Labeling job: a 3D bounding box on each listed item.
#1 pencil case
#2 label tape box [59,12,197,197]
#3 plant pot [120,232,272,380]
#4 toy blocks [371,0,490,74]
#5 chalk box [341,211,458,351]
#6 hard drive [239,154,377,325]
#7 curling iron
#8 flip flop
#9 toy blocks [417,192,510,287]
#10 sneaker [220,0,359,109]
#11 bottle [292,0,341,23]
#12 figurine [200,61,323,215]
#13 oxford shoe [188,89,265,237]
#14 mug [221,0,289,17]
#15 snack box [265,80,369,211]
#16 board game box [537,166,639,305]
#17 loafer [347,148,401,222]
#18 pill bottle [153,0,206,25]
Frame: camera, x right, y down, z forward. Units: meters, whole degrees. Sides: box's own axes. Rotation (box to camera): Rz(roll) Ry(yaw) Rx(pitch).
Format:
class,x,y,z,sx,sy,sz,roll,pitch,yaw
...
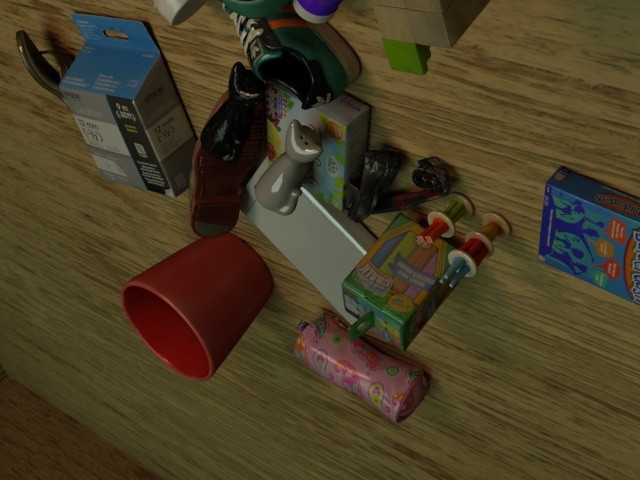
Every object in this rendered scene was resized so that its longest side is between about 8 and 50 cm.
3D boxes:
class,x,y,z,sx,sy,sz,roll,pitch,yaw
pencil case,0.079,0.256,2.084,0.284,0.124,0.124,30,145,27
label tape box,-0.395,-0.270,2.050,0.249,0.115,0.347,16,139,40
plant pot,-0.253,0.124,2.206,0.275,0.243,0.275,30,146,23
toy blocks,0.139,-0.410,1.127,0.191,0.261,0.381,17,146,36
chalk box,0.124,0.088,1.717,0.132,0.213,0.132,34,162,18
hard drive,0.000,0.000,1.949,0.353,0.047,0.233,45,149,1
curling iron,0.136,-0.079,1.710,0.274,0.035,0.068,-25,84,63
flip flop,-0.539,-0.344,2.168,0.277,0.080,0.112,48,-170,-28
toy blocks,0.208,0.002,1.601,0.123,0.148,0.054,30,145,24
sneaker,-0.081,-0.329,1.593,0.302,0.121,0.108,43,149,5
bottle,0.030,-0.409,1.395,0.118,0.092,0.283,43,149,7
figurine,-0.089,-0.168,1.683,0.215,0.092,0.209,44,150,7
oxford shoe,-0.193,-0.166,1.923,0.130,0.123,0.348,-108,30,-41
mug,-0.089,-0.407,1.513,0.129,0.157,0.097,34,177,10
snack box,-0.007,-0.173,1.734,0.174,0.070,0.207,33,148,22
board game box,0.415,0.003,1.449,0.210,0.047,0.160,26,143,29
loafer,0.075,-0.095,1.709,0.061,0.062,0.170,17,136,-12
pill bottle,-0.285,-0.468,1.668,0.229,0.131,0.131,47,149,-1
